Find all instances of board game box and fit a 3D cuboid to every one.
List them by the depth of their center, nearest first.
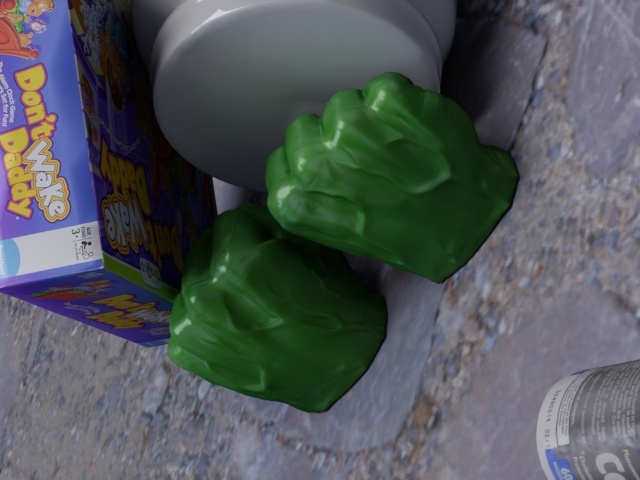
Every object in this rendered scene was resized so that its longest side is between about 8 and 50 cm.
[{"bbox_3d":[-0.156,-0.059,1.306,0.078,0.347,0.233,-11,79,9],"label":"board game box"}]

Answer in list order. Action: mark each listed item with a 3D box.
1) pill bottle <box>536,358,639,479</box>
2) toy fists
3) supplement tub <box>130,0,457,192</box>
[{"bbox_3d":[0.182,0.096,0.914,0.137,0.078,0.078,-19,54,55],"label":"pill bottle"},{"bbox_3d":[0.000,0.000,1.228,0.279,0.142,0.096,-48,33,30],"label":"toy fists"},{"bbox_3d":[-0.021,-0.220,1.324,0.235,0.235,0.325,-41,38,39],"label":"supplement tub"}]
